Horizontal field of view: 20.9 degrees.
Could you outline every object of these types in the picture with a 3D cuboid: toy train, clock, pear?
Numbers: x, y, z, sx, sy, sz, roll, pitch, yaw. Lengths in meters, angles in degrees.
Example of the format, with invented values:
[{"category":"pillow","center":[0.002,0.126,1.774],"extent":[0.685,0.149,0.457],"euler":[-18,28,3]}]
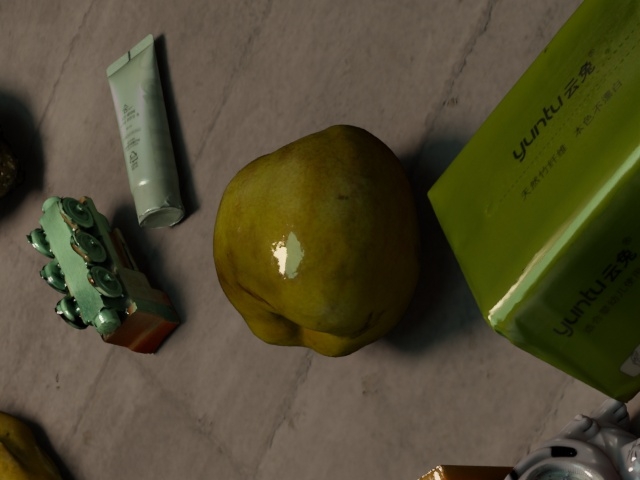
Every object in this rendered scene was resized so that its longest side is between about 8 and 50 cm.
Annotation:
[{"category":"toy train","center":[-0.226,0.030,1.777],"extent":[0.074,0.118,0.176],"euler":[-44,53,22]},{"category":"clock","center":[0.217,0.200,1.318],"extent":[0.117,0.176,0.080],"euler":[26,135,38]},{"category":"pear","center":[0.000,0.000,1.523],"extent":[0.200,0.200,0.200],"euler":[-7,79,41]}]

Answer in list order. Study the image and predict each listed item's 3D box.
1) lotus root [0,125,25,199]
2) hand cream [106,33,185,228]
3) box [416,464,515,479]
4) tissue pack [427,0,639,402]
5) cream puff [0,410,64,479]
[{"category":"lotus root","center":[-0.467,-0.087,1.986],"extent":[0.309,0.173,0.173],"euler":[0,84,49]},{"category":"hand cream","center":[-0.182,-0.111,1.799],"extent":[0.078,0.050,0.205],"euler":[-33,59,37]},{"category":"box","center":[0.161,0.294,1.359],"extent":[0.070,0.152,0.237],"euler":[-37,61,31]},{"category":"tissue pack","center":[0.236,-0.056,1.293],"extent":[0.275,0.167,0.200],"euler":[-50,29,19]},{"category":"cream puff","center":[-0.428,0.328,1.823],"extent":[0.291,0.257,0.324],"euler":[-27,65,40]}]
